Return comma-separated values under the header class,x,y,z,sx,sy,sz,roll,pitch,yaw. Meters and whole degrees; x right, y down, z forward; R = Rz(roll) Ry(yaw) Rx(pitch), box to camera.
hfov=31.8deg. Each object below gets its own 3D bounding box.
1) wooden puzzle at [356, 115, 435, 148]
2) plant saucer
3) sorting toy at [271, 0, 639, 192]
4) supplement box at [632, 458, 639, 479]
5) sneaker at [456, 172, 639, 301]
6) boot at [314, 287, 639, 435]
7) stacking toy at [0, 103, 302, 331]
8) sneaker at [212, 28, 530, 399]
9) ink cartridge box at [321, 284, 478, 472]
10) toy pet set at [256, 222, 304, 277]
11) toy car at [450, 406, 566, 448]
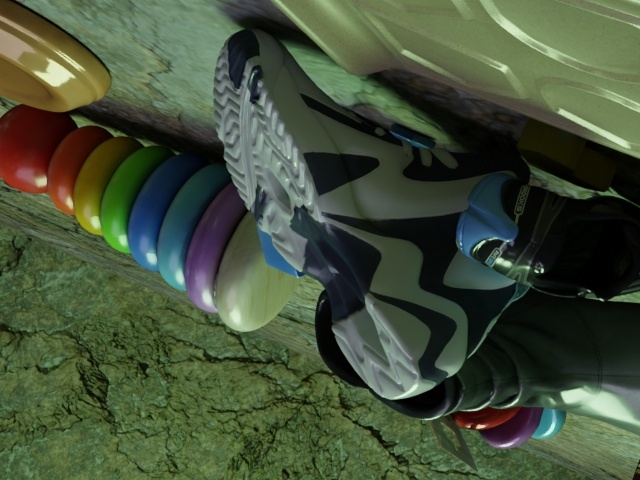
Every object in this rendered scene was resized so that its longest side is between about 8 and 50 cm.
class,x,y,z,sx,sy,sz,roll,pitch,yaw
wooden puzzle,0.031,-0.065,0.774,0.078,0.014,0.116,24,169,-9
plant saucer,-0.265,-0.154,0.891,0.199,0.037,0.200,22,170,4
sorting toy,0.099,-0.080,0.505,0.229,0.041,0.307,21,176,27
supplement box,0.410,0.319,1.295,0.073,0.240,0.130,26,169,-9
sneaker,0.151,0.009,0.632,0.188,0.067,0.078,10,-162,-48
boot,0.163,0.098,0.809,0.222,0.118,0.338,-3,-174,-38
stacking toy,-0.172,-0.045,1.046,0.330,0.141,0.141,26,171,18
sneaker,0.046,-0.039,0.681,0.235,0.153,0.094,56,150,7
ink cartridge box,0.074,0.121,1.127,0.066,0.232,0.189,-22,156,11
toy pet set,0.000,0.000,0.857,0.122,0.065,0.114,30,174,-42
toy car,0.193,0.141,1.140,0.182,0.136,0.159,30,167,-36
